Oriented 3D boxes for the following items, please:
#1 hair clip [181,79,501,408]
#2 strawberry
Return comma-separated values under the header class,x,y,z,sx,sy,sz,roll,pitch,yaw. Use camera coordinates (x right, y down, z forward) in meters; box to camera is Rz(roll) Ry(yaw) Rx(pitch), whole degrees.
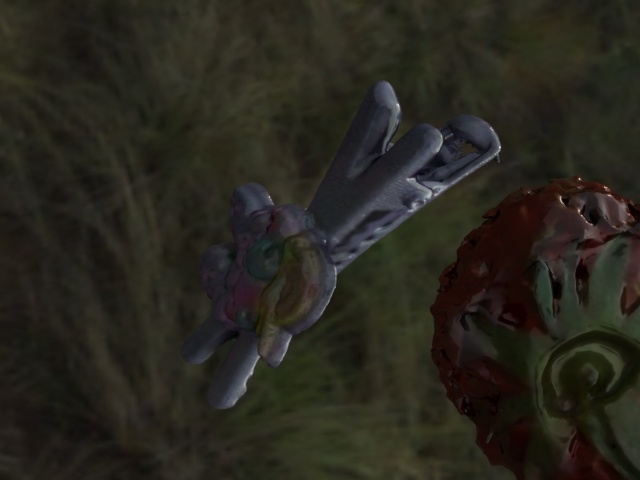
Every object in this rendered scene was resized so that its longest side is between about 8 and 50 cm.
class,x,y,z,sx,sy,sz,roll,pitch,yaw
hair clip,-0.005,-0.007,1.303,0.278,0.137,0.090,-42,143,9
strawberry,0.155,0.059,1.065,0.186,0.201,0.184,4,86,4
